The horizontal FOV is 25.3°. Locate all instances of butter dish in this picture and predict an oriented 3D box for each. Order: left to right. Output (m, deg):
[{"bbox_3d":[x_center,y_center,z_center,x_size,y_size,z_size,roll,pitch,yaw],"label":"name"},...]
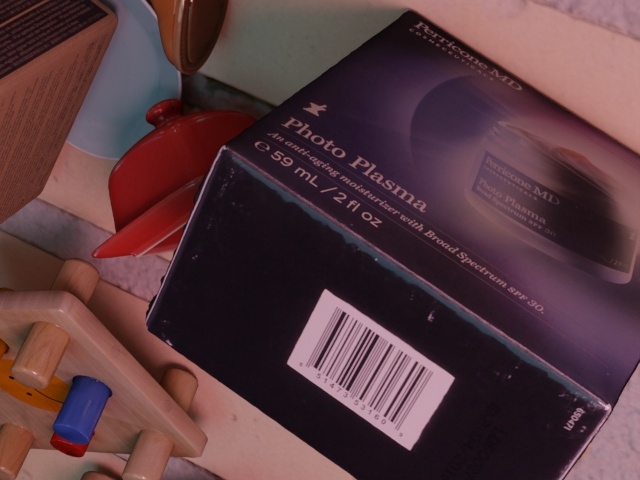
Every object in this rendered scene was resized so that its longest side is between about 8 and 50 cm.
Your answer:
[{"bbox_3d":[-0.112,-0.064,1.211,0.160,0.160,0.118,-33,75,38],"label":"butter dish"}]

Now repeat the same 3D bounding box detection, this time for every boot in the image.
[{"bbox_3d":[-0.156,-0.240,1.171,0.152,0.073,0.197,10,109,25],"label":"boot"}]

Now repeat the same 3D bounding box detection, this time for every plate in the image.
[{"bbox_3d":[-0.198,-0.161,1.271,0.188,0.024,0.188,14,123,23],"label":"plate"}]

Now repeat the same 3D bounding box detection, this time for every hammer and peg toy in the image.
[{"bbox_3d":[-0.239,0.162,1.401,0.266,0.127,0.361,-3,141,33],"label":"hammer and peg toy"}]

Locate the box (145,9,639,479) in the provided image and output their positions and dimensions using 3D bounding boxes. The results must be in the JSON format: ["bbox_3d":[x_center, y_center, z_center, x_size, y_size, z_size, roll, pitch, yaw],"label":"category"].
[{"bbox_3d":[0.090,0.016,1.023,0.296,0.294,0.183,34,127,10],"label":"box"}]

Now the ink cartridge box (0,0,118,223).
[{"bbox_3d":[-0.292,-0.098,1.222,0.088,0.193,0.235,39,129,6],"label":"ink cartridge box"}]
